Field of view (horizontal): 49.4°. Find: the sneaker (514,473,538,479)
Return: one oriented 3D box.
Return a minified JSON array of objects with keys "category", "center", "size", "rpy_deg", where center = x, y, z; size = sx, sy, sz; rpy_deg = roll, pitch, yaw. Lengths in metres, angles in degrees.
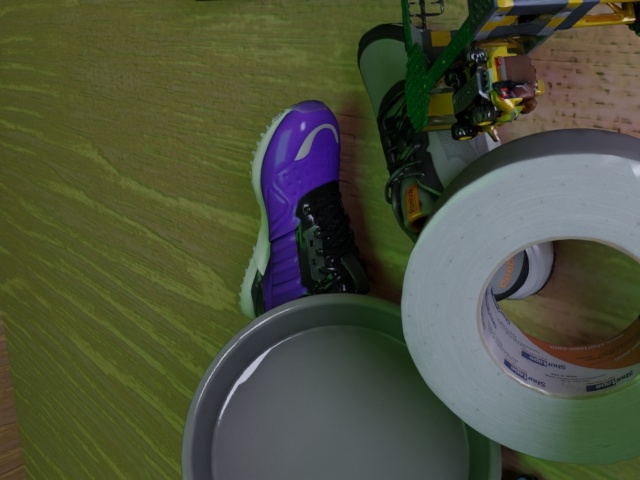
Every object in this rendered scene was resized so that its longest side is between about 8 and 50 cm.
[{"category":"sneaker","center":[0.189,0.242,0.603],"size":[0.162,0.063,0.073],"rpy_deg":[-28,74,51]}]

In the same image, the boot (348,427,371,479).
[{"category":"boot","center":[-0.028,0.349,0.778],"size":[0.260,0.131,0.348],"rpy_deg":[-10,56,51]}]

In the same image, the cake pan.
[{"category":"cake pan","center":[0.019,0.196,0.658],"size":[0.293,0.293,0.054],"rpy_deg":[60,172,20]}]

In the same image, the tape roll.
[{"category":"tape roll","center":[0.168,0.039,0.469],"size":[0.219,0.072,0.219],"rpy_deg":[7,113,17]}]

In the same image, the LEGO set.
[{"category":"LEGO set","center":[0.158,-0.228,0.442],"size":[0.255,0.192,0.331],"rpy_deg":[110,155,-76]}]

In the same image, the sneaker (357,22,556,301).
[{"category":"sneaker","center":[0.096,-0.070,0.587],"size":[0.100,0.108,0.271],"rpy_deg":[-44,65,51]}]

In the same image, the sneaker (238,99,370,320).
[{"category":"sneaker","center":[0.001,0.000,0.748],"size":[0.146,0.102,0.293],"rpy_deg":[36,132,34]}]
